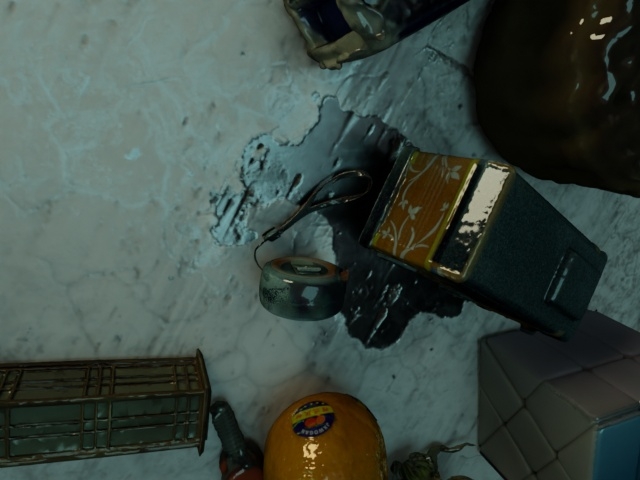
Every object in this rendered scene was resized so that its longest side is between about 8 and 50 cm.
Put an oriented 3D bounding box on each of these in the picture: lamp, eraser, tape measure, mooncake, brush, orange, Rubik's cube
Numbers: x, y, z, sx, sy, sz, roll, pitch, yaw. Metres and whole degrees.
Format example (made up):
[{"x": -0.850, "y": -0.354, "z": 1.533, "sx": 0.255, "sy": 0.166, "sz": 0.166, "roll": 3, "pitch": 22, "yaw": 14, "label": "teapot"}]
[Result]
[{"x": -0.282, "y": 0.174, "z": 0.498, "sx": 0.326, "sy": 0.089, "sz": 0.090, "roll": 2, "pitch": 106, "yaw": -22, "label": "lamp"}, {"x": 0.129, "y": -0.289, "z": 0.476, "sx": 0.332, "sy": 0.155, "sz": 0.101, "roll": -34, "pitch": 114, "yaw": -8, "label": "eraser"}, {"x": -0.004, "y": -0.002, "z": 0.542, "sx": 0.104, "sy": 0.107, "sz": 0.179, "roll": 18, "pitch": 99, "yaw": -22, "label": "tape measure"}, {"x": 0.356, "y": -0.210, "z": 0.572, "sx": 0.324, "sy": 0.187, "sz": 0.323, "roll": -7, "pitch": 109, "yaw": -21, "label": "mooncake"}, {"x": -0.091, "y": 0.347, "z": 0.645, "sx": 0.070, "sy": 0.051, "sz": 0.323, "roll": -19, "pitch": 112, "yaw": -12, "label": "brush"}, {"x": 0.007, "y": 0.276, "z": 0.594, "sx": 0.155, "sy": 0.177, "sz": 0.177, "roll": -16, "pitch": 112, "yaw": -1, "label": "orange"}, {"x": 0.389, "y": 0.259, "z": 0.707, "sx": 0.225, "sy": 0.221, "sz": 0.230, "roll": -12, "pitch": 110, "yaw": -17, "label": "Rubik's cube"}]

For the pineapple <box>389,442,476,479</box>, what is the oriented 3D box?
[{"x": 0.190, "y": 0.444, "z": 0.708, "sx": 0.263, "sy": 0.262, "sz": 0.271, "roll": -26, "pitch": 102, "yaw": -12, "label": "pineapple"}]

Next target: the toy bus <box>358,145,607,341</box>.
[{"x": 0.203, "y": 0.012, "z": 0.576, "sx": 0.275, "sy": 0.167, "sz": 0.138, "roll": 27, "pitch": 88, "yaw": -38, "label": "toy bus"}]
